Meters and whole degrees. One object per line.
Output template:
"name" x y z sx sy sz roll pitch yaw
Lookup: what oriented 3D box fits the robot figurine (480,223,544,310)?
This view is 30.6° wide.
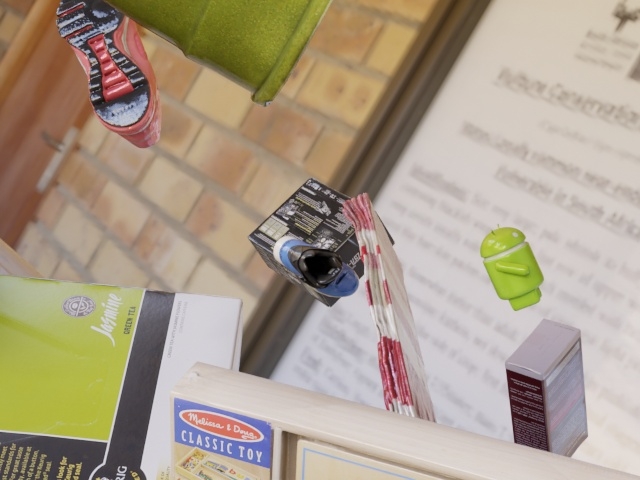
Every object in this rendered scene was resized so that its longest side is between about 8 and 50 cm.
"robot figurine" 0.254 0.033 1.557 0.115 0.067 0.101 65 20 -4

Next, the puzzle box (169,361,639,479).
"puzzle box" 0.072 0.265 0.928 0.409 0.272 0.052 12 28 18

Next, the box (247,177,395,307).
"box" 0.000 0.000 1.812 0.180 0.147 0.077 30 -21 49

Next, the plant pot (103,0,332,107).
"plant pot" -0.127 -0.336 0.839 0.353 0.366 0.366 24 3 -10

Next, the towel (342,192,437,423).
"towel" 0.098 0.131 1.487 0.237 0.037 0.329 58 18 -59

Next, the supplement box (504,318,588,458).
"supplement box" 0.373 0.264 1.920 0.073 0.130 0.239 16 -49 37

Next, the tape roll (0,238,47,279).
"tape roll" -0.518 0.094 1.619 0.169 0.246 0.246 47 -5 -23

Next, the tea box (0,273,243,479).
"tea box" -0.263 0.231 1.263 0.324 0.220 0.329 7 42 -2

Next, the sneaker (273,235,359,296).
"sneaker" 0.011 0.047 1.620 0.152 0.058 0.084 34 -4 -35

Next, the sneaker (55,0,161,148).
"sneaker" -0.322 -0.275 1.821 0.136 0.116 0.313 64 7 -65
